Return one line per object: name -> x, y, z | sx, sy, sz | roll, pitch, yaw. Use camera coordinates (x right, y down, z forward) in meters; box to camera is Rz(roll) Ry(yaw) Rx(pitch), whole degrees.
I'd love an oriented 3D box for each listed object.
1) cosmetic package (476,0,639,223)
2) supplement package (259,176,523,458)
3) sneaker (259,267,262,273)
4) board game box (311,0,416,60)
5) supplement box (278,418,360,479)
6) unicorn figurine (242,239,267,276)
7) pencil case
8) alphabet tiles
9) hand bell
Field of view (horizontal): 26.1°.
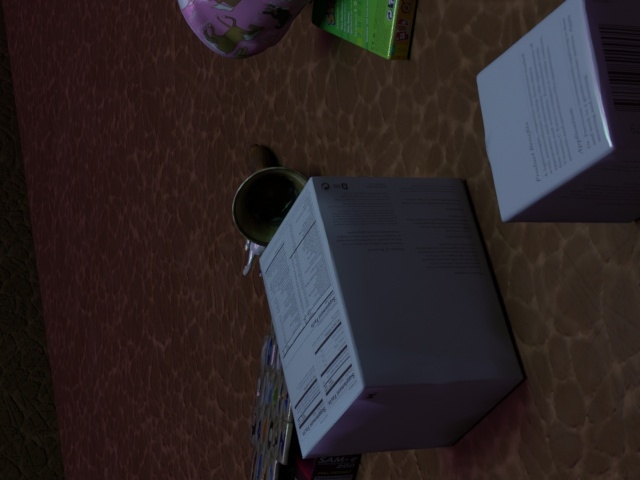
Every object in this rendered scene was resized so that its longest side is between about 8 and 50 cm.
cosmetic package -> 0.256, -0.113, 1.233 | 0.184, 0.151, 0.151 | 143, 124, -60
supplement package -> 0.072, 0.088, 1.589 | 0.198, 0.199, 0.262 | 124, 139, -52
sneaker -> 0.001, 0.000, 1.898 | 0.271, 0.100, 0.108 | -29, 50, 59
board game box -> 0.054, -0.325, 1.827 | 0.259, 0.039, 0.124 | 36, 122, 58
supplement box -> -0.021, 0.360, 1.956 | 0.130, 0.073, 0.239 | -128, 45, -54
unicorn figurine -> -0.086, 0.001, 2.113 | 0.162, 0.060, 0.111 | -116, 34, -44
pencil case -> -0.034, -0.390, 1.777 | 0.386, 0.160, 0.167 | -35, 67, 45
alphabet tiles -> -0.066, 0.223, 2.002 | 0.342, 0.011, 0.285 | 162, 115, -79
hand bell -> -0.086, -0.097, 2.091 | 0.242, 0.126, 0.126 | -114, 31, -63
